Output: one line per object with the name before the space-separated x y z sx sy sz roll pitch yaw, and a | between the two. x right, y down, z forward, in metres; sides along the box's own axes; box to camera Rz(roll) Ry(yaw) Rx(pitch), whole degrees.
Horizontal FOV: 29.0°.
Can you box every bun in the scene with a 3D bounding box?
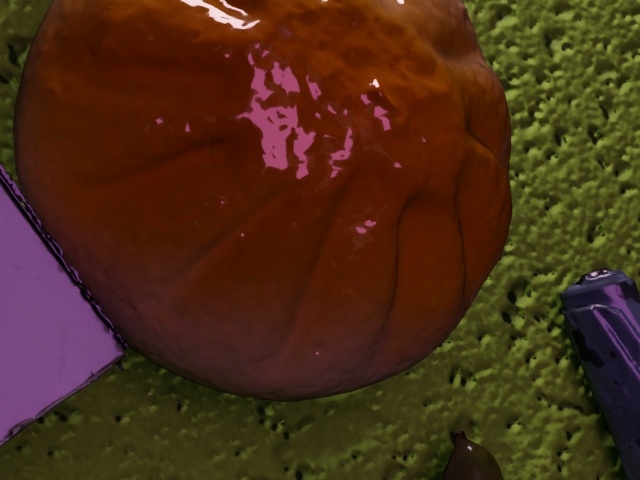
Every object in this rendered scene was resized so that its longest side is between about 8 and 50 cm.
bun | -0.008 -0.058 0.679 0.298 0.165 0.299 4 80 -25

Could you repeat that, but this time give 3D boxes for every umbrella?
umbrella | 0.220 0.138 0.801 0.053 0.052 0.250 -18 84 -24

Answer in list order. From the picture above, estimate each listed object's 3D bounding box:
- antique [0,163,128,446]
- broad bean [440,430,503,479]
antique | -0.199 0.046 0.614 0.148 0.152 0.147 -35 91 -21
broad bean | 0.048 0.267 0.707 0.075 0.067 0.325 12 74 14
